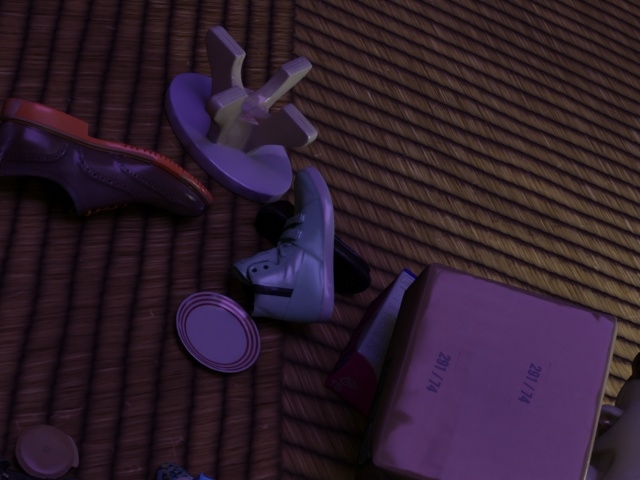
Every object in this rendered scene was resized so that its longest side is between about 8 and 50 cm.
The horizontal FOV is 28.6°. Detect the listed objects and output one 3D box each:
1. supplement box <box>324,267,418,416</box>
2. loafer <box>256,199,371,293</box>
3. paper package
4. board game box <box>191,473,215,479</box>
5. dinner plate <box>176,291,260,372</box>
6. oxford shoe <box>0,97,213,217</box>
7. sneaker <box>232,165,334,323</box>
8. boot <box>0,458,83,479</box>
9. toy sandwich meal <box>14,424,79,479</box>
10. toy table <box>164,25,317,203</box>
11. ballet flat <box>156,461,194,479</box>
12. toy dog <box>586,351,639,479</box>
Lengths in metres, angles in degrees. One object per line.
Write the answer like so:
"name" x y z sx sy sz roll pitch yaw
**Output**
"supplement box" 0.114 0.167 2.002 0.114 0.111 0.220 37 42 -5
"loafer" 0.000 0.000 2.079 0.220 0.080 0.078 39 43 -3
"paper package" 0.237 0.232 1.807 0.309 0.168 0.325 17 67 0
"board game box" -0.089 0.415 1.616 0.211 0.039 0.160 28 49 -19
"dinner plate" -0.156 0.140 1.895 0.141 0.017 0.141 20 47 -23
"oxford shoe" -0.332 -0.089 1.910 0.364 0.130 0.133 22 78 -29
"sneaker" -0.060 0.002 1.964 0.151 0.094 0.256 2 73 -16
"boot" -0.330 0.309 1.480 0.229 0.263 0.091 22 71 -29
"toy sandwich meal" -0.357 0.276 1.628 0.085 0.029 0.085 16 51 -21
"toy table" -0.126 -0.215 2.109 0.274 0.161 0.252 40 42 0
"ballet flat" -0.165 0.370 1.664 0.070 0.070 0.188 -3 58 -38
"toy dog" 0.515 0.339 1.963 0.284 0.395 0.408 36 50 7
